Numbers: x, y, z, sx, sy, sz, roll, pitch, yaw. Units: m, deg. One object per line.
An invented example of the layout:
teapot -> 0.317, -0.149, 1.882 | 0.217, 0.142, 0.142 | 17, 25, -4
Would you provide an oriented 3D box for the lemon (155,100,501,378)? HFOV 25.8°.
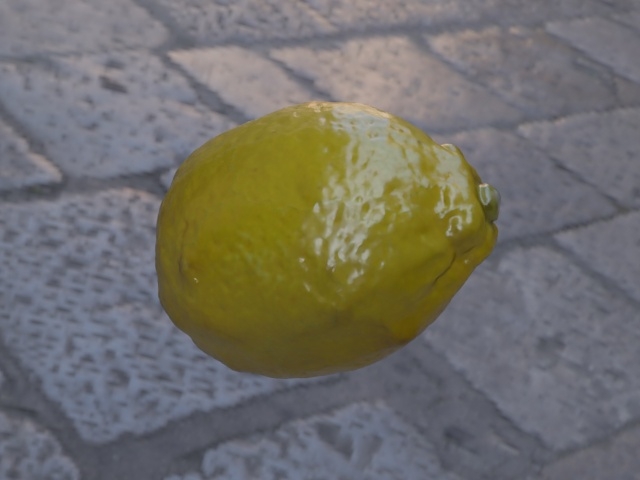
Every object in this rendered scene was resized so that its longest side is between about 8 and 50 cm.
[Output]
lemon -> 0.000, 0.000, 0.583 | 0.155, 0.114, 0.114 | -10, 23, 24
